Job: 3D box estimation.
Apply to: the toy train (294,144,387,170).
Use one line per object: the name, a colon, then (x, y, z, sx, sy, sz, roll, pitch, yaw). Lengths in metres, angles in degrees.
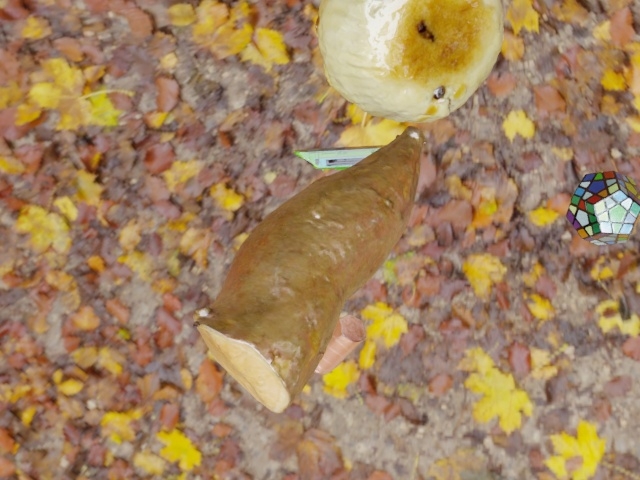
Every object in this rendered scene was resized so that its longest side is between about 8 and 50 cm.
toy train: (0.054, -0.159, 1.771, 0.209, 0.044, 0.042, -3, 102, 1)

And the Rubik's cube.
Rubik's cube: (0.482, -0.054, 1.542, 0.133, 0.133, 0.112, -20, 129, 17)

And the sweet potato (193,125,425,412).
sweet potato: (0.001, 0.002, 0.909, 0.131, 0.336, 0.131, 26, 151, 16)

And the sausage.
sausage: (0.022, 0.207, 1.744, 0.065, 0.065, 0.169, 35, 134, -4)

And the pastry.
pastry: (0.169, -0.432, 1.849, 0.389, 0.312, 0.388, -11, 121, -20)
